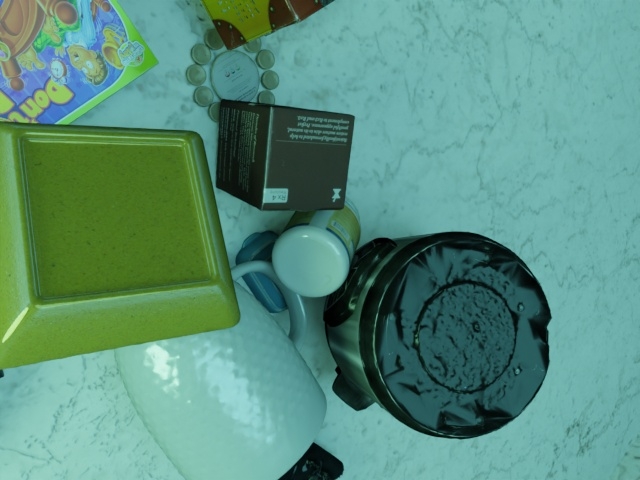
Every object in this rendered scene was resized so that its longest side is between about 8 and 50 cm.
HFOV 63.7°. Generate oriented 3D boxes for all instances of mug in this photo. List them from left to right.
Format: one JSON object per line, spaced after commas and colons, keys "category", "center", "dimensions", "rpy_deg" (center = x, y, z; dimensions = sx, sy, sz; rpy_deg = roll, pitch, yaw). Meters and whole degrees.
{"category": "mug", "center": [-0.159, 0.191, 0.908], "dimensions": [0.374, 0.276, 0.328], "rpy_deg": [-43, 109, -40]}

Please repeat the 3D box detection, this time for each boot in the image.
{"category": "boot", "center": [-0.071, 0.539, 1.120], "dimensions": [0.246, 0.094, 0.207], "rpy_deg": [-48, 117, -24]}

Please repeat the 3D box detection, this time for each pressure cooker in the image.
{"category": "pressure cooker", "center": [0.197, 0.174, 1.051], "dimensions": [0.369, 0.420, 0.376], "rpy_deg": [-7, 89, -12]}

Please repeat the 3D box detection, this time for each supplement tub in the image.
{"category": "supplement tub", "center": [0.000, 0.000, 0.994], "dimensions": [0.200, 0.144, 0.145], "rpy_deg": [-63, 137, -58]}

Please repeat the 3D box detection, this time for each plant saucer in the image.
{"category": "plant saucer", "center": [-0.278, -0.026, 0.702], "dimensions": [0.332, 0.081, 0.333], "rpy_deg": [-5, 73, -34]}

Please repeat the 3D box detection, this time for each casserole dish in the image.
{"category": "casserole dish", "center": [-0.094, 0.069, 1.055], "dimensions": [0.114, 0.037, 0.189], "rpy_deg": [-40, 117, -22]}

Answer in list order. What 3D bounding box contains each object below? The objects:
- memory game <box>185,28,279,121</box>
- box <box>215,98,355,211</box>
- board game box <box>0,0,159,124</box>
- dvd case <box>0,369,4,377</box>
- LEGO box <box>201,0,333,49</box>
{"category": "memory game", "center": [-0.158, -0.303, 0.959], "dimensions": [0.186, 0.012, 0.186], "rpy_deg": [-7, 102, -34]}
{"category": "box", "center": [-0.070, -0.155, 0.920], "dimensions": [0.168, 0.203, 0.167], "rpy_deg": [-3, 107, -34]}
{"category": "board game box", "center": [-0.446, -0.261, 0.732], "dimensions": [0.347, 0.078, 0.233], "rpy_deg": [-44, 119, -20]}
{"category": "dvd case", "center": [-0.607, 0.176, 0.740], "dimensions": [0.221, 0.018, 0.165], "rpy_deg": [-24, 110, -28]}
{"category": "LEGO box", "center": [-0.092, -0.621, 0.798], "dimensions": [0.372, 0.193, 0.501], "rpy_deg": [-46, 121, -31]}
